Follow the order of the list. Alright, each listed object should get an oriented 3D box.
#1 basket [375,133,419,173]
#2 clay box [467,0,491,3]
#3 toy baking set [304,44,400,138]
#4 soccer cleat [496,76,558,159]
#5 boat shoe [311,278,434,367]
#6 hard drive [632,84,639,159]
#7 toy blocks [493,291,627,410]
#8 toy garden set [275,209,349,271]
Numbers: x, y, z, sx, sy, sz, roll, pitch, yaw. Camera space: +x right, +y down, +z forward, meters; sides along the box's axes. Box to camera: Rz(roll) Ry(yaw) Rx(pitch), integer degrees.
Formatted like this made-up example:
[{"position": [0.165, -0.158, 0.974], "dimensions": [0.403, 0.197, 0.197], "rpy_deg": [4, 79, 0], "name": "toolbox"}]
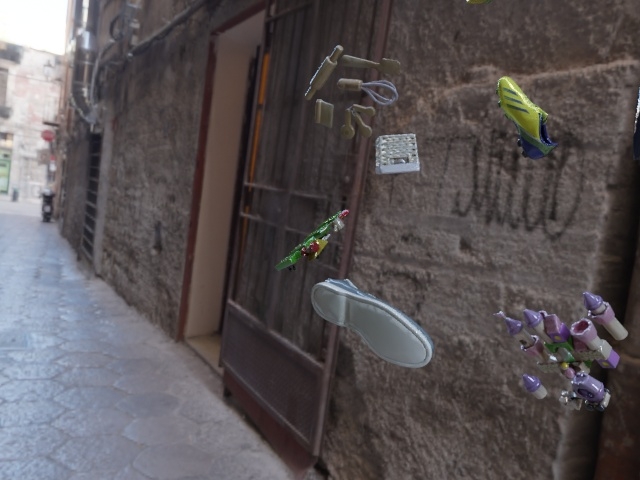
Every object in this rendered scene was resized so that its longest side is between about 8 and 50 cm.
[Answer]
[{"position": [0.214, -0.242, 1.511], "dimensions": [0.114, 0.103, 0.167], "rpy_deg": [-3, 7, 3], "name": "basket"}, {"position": [0.326, -0.531, 0.959], "dimensions": [0.053, 0.127, 0.222], "rpy_deg": [-2, 4, -6], "name": "clay box"}, {"position": [0.075, -0.351, 1.246], "dimensions": [0.197, 0.256, 0.030], "rpy_deg": [39, 44, 3], "name": "toy baking set"}, {"position": [0.654, -0.398, 1.683], "dimensions": [0.094, 0.289, 0.121], "rpy_deg": [-17, -8, -38], "name": "soccer cleat"}, {"position": [0.120, 0.160, 1.137], "dimensions": [0.099, 0.116, 0.320], "rpy_deg": [-15, 28, -42], "name": "boat shoe"}, {"position": [0.931, -0.335, 1.408], "dimensions": [0.172, 0.254, 0.054], "rpy_deg": [7, 0, 11], "name": "hard drive"}, {"position": [0.702, 0.303, 1.607], "dimensions": [0.260, 0.309, 0.289], "rpy_deg": [46, -32, -12], "name": "toy blocks"}, {"position": [0.000, 0.000, 1.568], "dimensions": [0.244, 0.049, 0.204], "rpy_deg": [-43, 8, -31], "name": "toy garden set"}]
